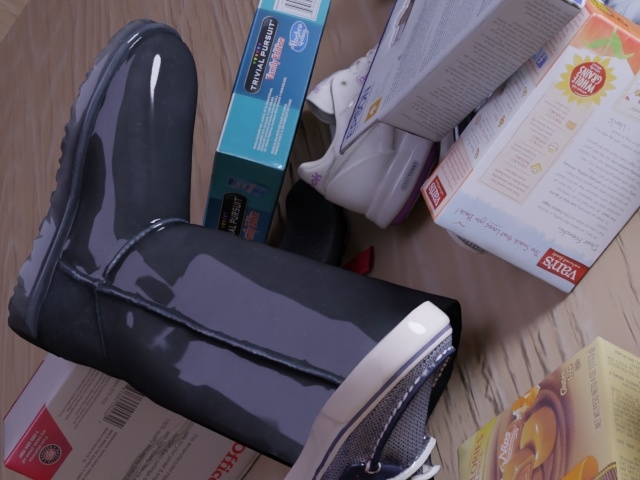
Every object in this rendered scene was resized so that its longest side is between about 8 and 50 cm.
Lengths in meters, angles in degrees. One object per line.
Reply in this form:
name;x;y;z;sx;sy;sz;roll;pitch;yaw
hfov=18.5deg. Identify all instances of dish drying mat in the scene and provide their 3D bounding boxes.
dish drying mat;0.031;0.037;2.137;0.083;0.008;0.032;-37;34;42

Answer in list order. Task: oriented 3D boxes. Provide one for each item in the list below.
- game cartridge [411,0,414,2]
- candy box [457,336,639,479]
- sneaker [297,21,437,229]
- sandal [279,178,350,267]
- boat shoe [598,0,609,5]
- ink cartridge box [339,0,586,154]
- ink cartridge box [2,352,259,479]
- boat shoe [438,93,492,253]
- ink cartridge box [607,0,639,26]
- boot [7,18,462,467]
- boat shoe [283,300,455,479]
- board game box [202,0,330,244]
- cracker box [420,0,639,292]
game cartridge;0.189;-0.356;2.055;0.297;0.062;0.198;-42;29;-6
candy box;0.196;0.252;1.503;0.183;0.087;0.316;-44;31;36
sneaker;0.076;-0.173;2.074;0.114;0.152;0.305;109;-176;-78
sandal;0.001;-0.001;2.184;0.097;0.054;0.254;-34;24;26
boat shoe;0.242;-0.265;1.862;0.083;0.065;0.183;-50;26;4
ink cartridge box;0.163;-0.253;1.793;0.330;0.071;0.324;-43;21;53
ink cartridge box;-0.204;0.207;2.154;0.172;0.237;0.100;-54;23;19
boat shoe;0.171;-0.123;1.897;0.102;0.108;0.301;-38;29;34
ink cartridge box;0.302;-0.220;1.817;0.224;0.045;0.223;-51;27;24
boot;-0.063;0.013;1.915;0.445;0.146;0.367;22;96;32
boat shoe;0.068;0.202;1.665;0.127;0.158;0.340;-38;-16;-41
board game box;-0.067;-0.127;2.244;0.336;0.079;0.254;108;177;-65
cracker box;0.218;-0.084;1.713;0.232;0.156;0.067;-53;26;19
